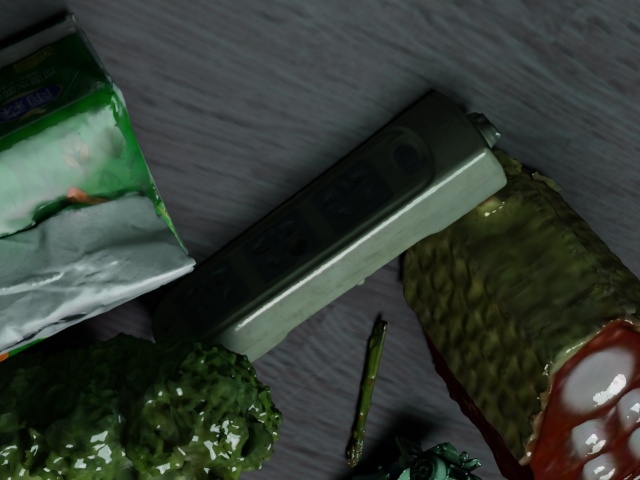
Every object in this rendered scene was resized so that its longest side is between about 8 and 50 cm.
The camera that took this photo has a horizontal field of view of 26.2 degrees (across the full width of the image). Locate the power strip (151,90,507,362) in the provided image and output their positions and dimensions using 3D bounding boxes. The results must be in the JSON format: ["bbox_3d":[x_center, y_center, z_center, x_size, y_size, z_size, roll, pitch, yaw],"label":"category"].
[{"bbox_3d":[0.001,0.002,0.941,0.286,0.080,0.048,-36,132,2],"label":"power strip"}]

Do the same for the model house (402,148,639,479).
[{"bbox_3d":[0.164,0.065,1.009,0.160,0.196,0.254,-32,139,-2],"label":"model house"}]

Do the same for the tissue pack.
[{"bbox_3d":[-0.187,0.002,0.763,0.209,0.156,0.148,-26,134,-9],"label":"tissue pack"}]

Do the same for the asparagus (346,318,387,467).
[{"bbox_3d":[0.038,0.126,1.118,0.016,0.013,0.166,-55,160,-49],"label":"asparagus"}]

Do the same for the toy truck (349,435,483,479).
[{"bbox_3d":[0.058,0.215,1.175,0.154,0.078,0.080,-35,140,23],"label":"toy truck"}]

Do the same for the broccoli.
[{"bbox_3d":[-0.109,0.177,0.900,0.186,0.302,0.254,-11,112,-73],"label":"broccoli"}]
